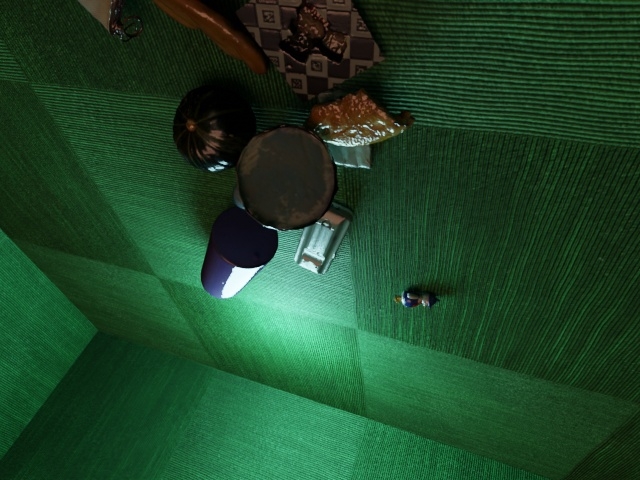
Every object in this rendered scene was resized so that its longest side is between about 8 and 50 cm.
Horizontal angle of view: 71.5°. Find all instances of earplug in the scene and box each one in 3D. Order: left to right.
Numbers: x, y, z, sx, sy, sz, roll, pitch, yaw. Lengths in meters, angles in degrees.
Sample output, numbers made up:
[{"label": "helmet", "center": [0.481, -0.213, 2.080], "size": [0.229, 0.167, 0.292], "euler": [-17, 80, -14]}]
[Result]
[{"label": "earplug", "center": [-0.312, 0.073, 1.561], "size": [0.215, 0.215, 0.456], "euler": [31, 147, -8]}]

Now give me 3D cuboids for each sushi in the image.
[{"label": "sushi", "center": [-0.015, -0.422, 0.894], "size": [0.219, 0.047, 0.231], "euler": [-15, 132, 36]}]

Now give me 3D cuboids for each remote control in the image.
[{"label": "remote control", "center": [0.000, 0.000, 1.388], "size": [0.127, 0.066, 0.335], "euler": [23, 144, 1]}]

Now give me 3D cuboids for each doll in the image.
[{"label": "doll", "center": [0.316, 0.192, 1.449], "size": [0.142, 0.058, 0.099], "euler": [0, 158, 22]}]

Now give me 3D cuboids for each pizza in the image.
[{"label": "pizza", "center": [0.068, -0.261, 0.966], "size": [0.270, 0.056, 0.134], "euler": [-3, 138, 39]}]

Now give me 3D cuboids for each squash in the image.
[{"label": "squash", "center": [-0.261, -0.276, 1.103], "size": [0.218, 0.219, 0.172], "euler": [-10, 170, 39]}]

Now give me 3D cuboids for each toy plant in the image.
[{"label": "toy plant", "center": [-0.102, -0.152, 1.104], "size": [0.247, 0.247, 0.332], "euler": [36, 178, -14]}]

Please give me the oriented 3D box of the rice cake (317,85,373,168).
[{"label": "rice cake", "center": [0.063, -0.259, 1.052], "size": [0.124, 0.038, 0.211], "euler": [12, 141, 17]}]

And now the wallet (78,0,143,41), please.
[{"label": "wallet", "center": [-0.469, -0.605, 0.891], "size": [0.274, 0.068, 0.335], "euler": [39, 142, -5]}]

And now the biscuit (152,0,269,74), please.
[{"label": "biscuit", "center": [-0.239, -0.453, 0.931], "size": [0.299, 0.045, 0.154], "euler": [32, -179, -9]}]
